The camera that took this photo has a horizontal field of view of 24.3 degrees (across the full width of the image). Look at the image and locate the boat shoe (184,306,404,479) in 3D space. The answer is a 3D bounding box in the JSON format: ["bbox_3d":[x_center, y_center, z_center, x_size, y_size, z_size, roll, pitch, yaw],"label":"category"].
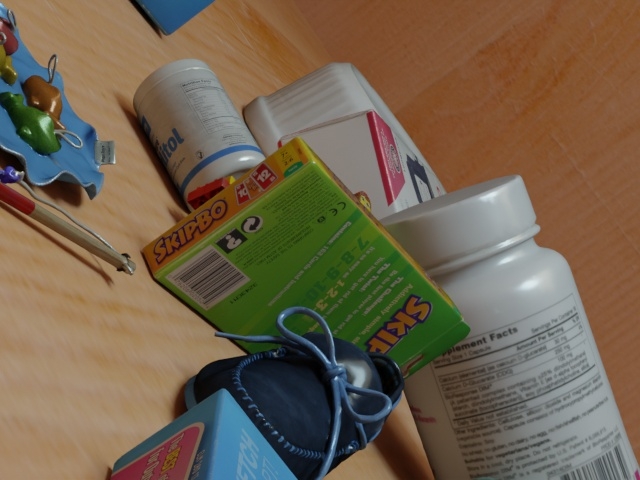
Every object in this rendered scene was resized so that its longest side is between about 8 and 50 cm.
[{"bbox_3d":[-0.009,0.086,0.881,0.109,0.089,0.258,55,9,4],"label":"boat shoe"}]

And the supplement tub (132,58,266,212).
[{"bbox_3d":[-0.090,-0.077,1.128,0.107,0.071,0.071,58,9,26],"label":"supplement tub"}]

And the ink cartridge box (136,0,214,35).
[{"bbox_3d":[-0.209,-0.387,1.475,0.307,0.129,0.223,49,11,-31],"label":"ink cartridge box"}]

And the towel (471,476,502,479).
[{"bbox_3d":[0.181,0.342,0.962,0.320,0.090,0.374,57,8,-6],"label":"towel"}]

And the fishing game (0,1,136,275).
[{"bbox_3d":[-0.178,-0.101,0.855,0.189,0.041,0.264,39,18,-52],"label":"fishing game"}]

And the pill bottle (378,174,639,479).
[{"bbox_3d":[0.144,0.101,1.200,0.160,0.160,0.283,-44,115,-81],"label":"pill bottle"}]

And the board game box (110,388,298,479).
[{"bbox_3d":[0.003,0.215,0.534,0.242,0.064,0.316,53,9,-13],"label":"board game box"}]

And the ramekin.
[{"bbox_3d":[0.043,-0.079,1.671,0.273,0.127,0.273,53,8,-11],"label":"ramekin"}]

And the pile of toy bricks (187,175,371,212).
[{"bbox_3d":[0.000,0.000,1.118,0.212,0.118,0.105,51,29,-34],"label":"pile of toy bricks"}]

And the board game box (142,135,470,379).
[{"bbox_3d":[0.001,0.037,1.009,0.259,0.124,0.039,45,12,-48],"label":"board game box"}]

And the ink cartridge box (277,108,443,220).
[{"bbox_3d":[0.058,-0.001,1.405,0.237,0.100,0.172,34,41,-67],"label":"ink cartridge box"}]
